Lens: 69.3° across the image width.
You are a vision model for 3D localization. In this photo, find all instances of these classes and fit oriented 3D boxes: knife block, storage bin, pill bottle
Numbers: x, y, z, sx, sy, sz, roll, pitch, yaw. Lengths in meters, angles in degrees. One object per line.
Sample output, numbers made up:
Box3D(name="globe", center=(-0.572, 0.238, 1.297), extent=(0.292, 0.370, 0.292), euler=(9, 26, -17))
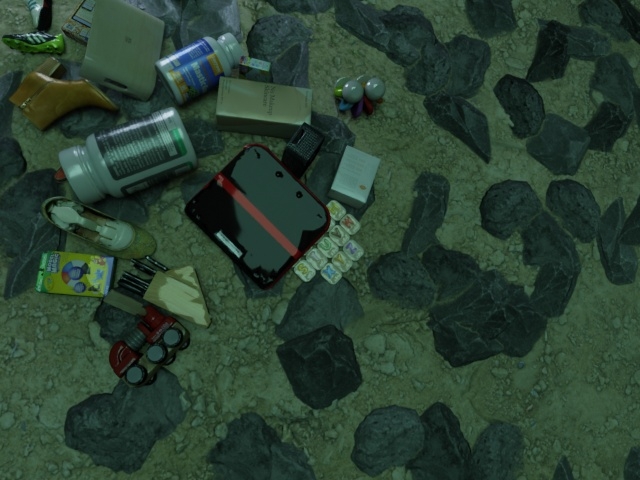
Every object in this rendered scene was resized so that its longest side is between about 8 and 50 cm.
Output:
Box3D(name="knife block", center=(-0.484, 0.172, 1.419), extent=(0.241, 0.088, 0.276), euler=(-18, 84, -12))
Box3D(name="storage bin", center=(-0.061, -0.293, 1.531), extent=(0.084, 0.180, 0.122), euler=(35, 76, -3))
Box3D(name="pill bottle", center=(-0.393, -0.578, 1.539), extent=(0.271, 0.152, 0.152), euler=(-34, 87, -14))
Box3D(name="pill bottle", center=(-0.579, -0.255, 1.421), extent=(0.360, 0.204, 0.204), euler=(-24, 85, -14))

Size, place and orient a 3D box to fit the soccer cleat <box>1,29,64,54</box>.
Box3D(name="soccer cleat", center=(-0.934, -0.652, 1.512), extent=(0.178, 0.060, 0.073), euler=(0, 71, -17))

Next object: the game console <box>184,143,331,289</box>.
Box3D(name="game console", center=(-0.194, -0.086, 1.507), extent=(0.386, 0.060, 0.342), euler=(45, 89, -1))

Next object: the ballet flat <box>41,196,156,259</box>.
Box3D(name="ballet flat", center=(-0.679, -0.038, 1.410), extent=(0.348, 0.123, 0.123), euler=(24, 77, -5))

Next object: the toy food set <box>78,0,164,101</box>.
Box3D(name="toy food set", center=(-0.647, -0.638, 1.513), extent=(0.219, 0.092, 0.307), euler=(15, 73, -41))

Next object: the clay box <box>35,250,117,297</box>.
Box3D(name="clay box", center=(-0.744, 0.103, 1.403), extent=(0.221, 0.053, 0.128), euler=(6, 78, -10))

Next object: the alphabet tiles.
Box3D(name="alphabet tiles", center=(0.000, 0.000, 1.570), extent=(0.278, 0.021, 0.284), euler=(45, 76, 1))

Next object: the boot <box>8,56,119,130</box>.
Box3D(name="boot", center=(-0.815, -0.429, 1.475), extent=(0.295, 0.104, 0.211), euler=(33, 81, 2))

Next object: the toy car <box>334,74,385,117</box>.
Box3D(name="toy car", center=(0.138, -0.507, 1.639), extent=(0.181, 0.159, 0.137), euler=(-11, 118, -12))

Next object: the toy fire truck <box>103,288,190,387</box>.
Box3D(name="toy fire truck", center=(-0.547, 0.278, 1.368), extent=(0.246, 0.158, 0.217), euler=(40, 76, 11))

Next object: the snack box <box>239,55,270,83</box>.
Box3D(name="snack box", center=(-0.225, -0.562, 1.572), extent=(0.100, 0.141, 0.037), euler=(10, 77, -8))

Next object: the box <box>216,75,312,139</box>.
Box3D(name="box", center=(-0.189, -0.442, 1.566), extent=(0.310, 0.121, 0.148), euler=(4, 78, -9))

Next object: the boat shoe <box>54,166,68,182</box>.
Box3D(name="boat shoe", center=(-0.784, -0.236, 1.465), extent=(0.137, 0.043, 0.049), euler=(-40, 90, -13))

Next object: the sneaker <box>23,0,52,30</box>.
Box3D(name="sneaker", center=(-0.942, -0.767, 1.536), extent=(0.075, 0.057, 0.162), euler=(-1, 81, 7))

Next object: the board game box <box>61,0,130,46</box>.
Box3D(name="board game box", center=(-0.749, -0.744, 1.563), extent=(0.146, 0.045, 0.194), euler=(27, 76, -4))

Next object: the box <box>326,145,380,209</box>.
Box3D(name="box", center=(0.112, -0.215, 1.592), extent=(0.130, 0.091, 0.171), euler=(22, 76, -6))
